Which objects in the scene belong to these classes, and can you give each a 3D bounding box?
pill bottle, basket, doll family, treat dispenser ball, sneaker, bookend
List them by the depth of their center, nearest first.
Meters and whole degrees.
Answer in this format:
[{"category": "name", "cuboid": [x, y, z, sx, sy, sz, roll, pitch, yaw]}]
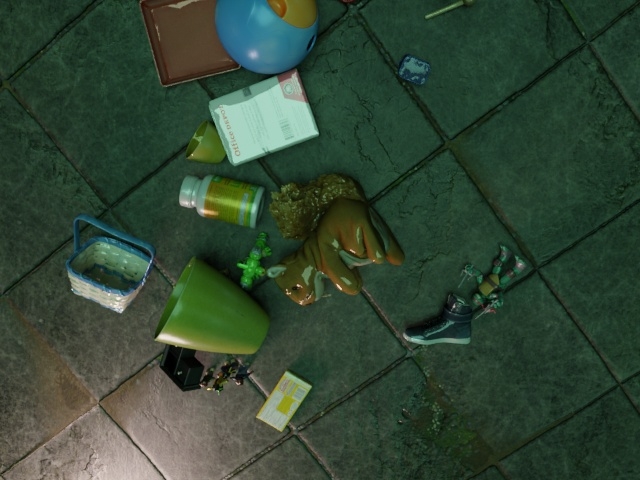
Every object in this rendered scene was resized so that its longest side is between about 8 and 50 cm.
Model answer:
[{"category": "treat dispenser ball", "cuboid": [-0.148, -0.614, 1.449, 0.288, 0.288, 0.288, 1, 101, 3]}, {"category": "pill bottle", "cuboid": [-0.305, -0.129, 1.627, 0.246, 0.136, 0.136, 14, 101, 0]}, {"category": "basket", "cuboid": [-0.661, 0.068, 1.634, 0.255, 0.201, 0.289, 27, 132, -3]}, {"category": "sneaker", "cuboid": [0.384, 0.252, 1.685, 0.226, 0.086, 0.163, 0, 112, -7]}, {"category": "bookend", "cuboid": [-0.447, 0.389, 1.726, 0.157, 0.072, 0.156, 30, 105, 38]}, {"category": "doll family", "cuboid": [-0.321, 0.462, 1.755, 0.193, 0.111, 0.076, -29, 98, 7]}]

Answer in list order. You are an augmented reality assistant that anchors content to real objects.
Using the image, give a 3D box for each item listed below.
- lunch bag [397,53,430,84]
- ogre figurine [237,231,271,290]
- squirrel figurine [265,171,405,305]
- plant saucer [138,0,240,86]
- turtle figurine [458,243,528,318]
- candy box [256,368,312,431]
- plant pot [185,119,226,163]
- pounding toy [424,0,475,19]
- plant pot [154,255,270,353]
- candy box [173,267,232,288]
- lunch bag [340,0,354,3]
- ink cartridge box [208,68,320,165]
[{"category": "lunch bag", "cuboid": [0.278, -0.516, 1.561, 0.099, 0.065, 0.067, 23, 117, -3]}, {"category": "ogre figurine", "cuboid": [-0.218, 0.080, 1.673, 0.097, 0.118, 0.197, 39, 101, -5]}, {"category": "squirrel figurine", "cuboid": [0.000, 0.000, 1.608, 0.371, 0.281, 0.396, -30, 84, 18]}, {"category": "plant saucer", "cuboid": [-0.390, -0.622, 1.582, 0.259, 0.048, 0.258, -12, 99, 5]}, {"category": "turtle figurine", "cuboid": [0.539, 0.133, 1.652, 0.234, 0.118, 0.175, -51, 54, 9]}, {"category": "candy box", "cuboid": [-0.125, 0.556, 1.807, 0.105, 0.027, 0.205, 32, 100, -1]}, {"category": "plant pot", "cuboid": [-0.343, -0.291, 1.614, 0.095, 0.134, 0.134, 28, 102, -29]}, {"category": "pounding toy", "cuboid": [0.320, -0.725, 1.472, 0.270, 0.154, 0.154, 18, 101, 0]}, {"category": "plant pot", "cuboid": [-0.314, 0.233, 1.601, 0.294, 0.275, 0.274, 27, 101, -17]}, {"category": "candy box", "cuboid": [-0.381, 0.171, 1.733, 0.187, 0.053, 0.109, -18, 99, 5]}, {"category": "lunch bag", "cuboid": [0.030, -0.856, 1.479, 0.293, 0.120, 0.258, 27, 100, -2]}, {"category": "ink cartridge box", "cuboid": [-0.165, -0.370, 1.583, 0.283, 0.117, 0.207, -19, 100, 6]}]
